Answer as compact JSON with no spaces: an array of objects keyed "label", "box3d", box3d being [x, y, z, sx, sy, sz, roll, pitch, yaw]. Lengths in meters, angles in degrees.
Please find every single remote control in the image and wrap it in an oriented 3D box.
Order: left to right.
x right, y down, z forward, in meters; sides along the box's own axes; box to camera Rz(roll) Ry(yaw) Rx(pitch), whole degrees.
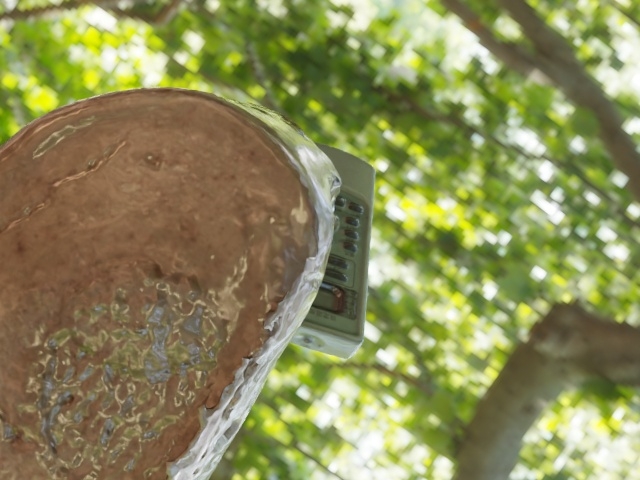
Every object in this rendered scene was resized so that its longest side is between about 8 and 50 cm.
[{"label":"remote control","box3d":[0.000,0.000,1.801,0.038,0.123,0.285,124,-19,-47]}]

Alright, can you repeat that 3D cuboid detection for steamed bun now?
[{"label":"steamed bun","box3d":[-0.126,0.044,0.897,0.301,0.199,0.251,-60,-179,6]}]
